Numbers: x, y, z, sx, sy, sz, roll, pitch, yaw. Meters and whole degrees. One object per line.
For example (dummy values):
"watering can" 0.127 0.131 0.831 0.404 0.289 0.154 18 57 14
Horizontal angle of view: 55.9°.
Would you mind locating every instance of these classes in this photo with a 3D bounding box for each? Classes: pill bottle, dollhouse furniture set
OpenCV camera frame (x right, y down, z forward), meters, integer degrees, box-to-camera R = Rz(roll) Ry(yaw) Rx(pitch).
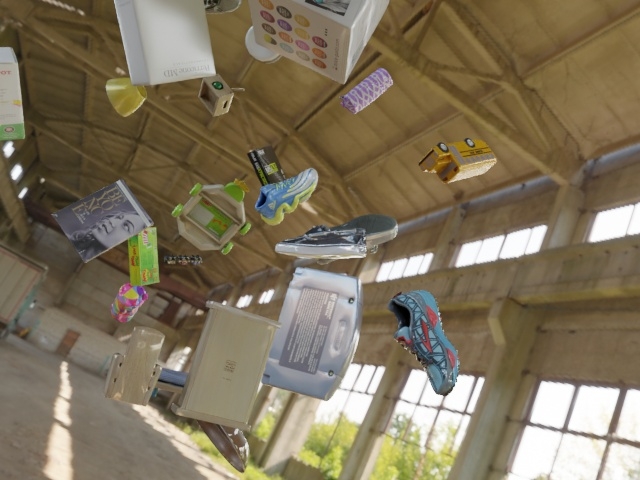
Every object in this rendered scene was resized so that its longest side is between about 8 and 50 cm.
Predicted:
"pill bottle" -0.190 -0.689 2.119 0.130 0.130 0.245 30 11 -9
"dollhouse furniture set" -0.259 0.213 1.164 0.286 0.198 0.303 21 -12 -22

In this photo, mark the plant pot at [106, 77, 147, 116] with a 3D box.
"plant pot" -0.661 -0.509 2.089 0.095 0.134 0.134 -18 -34 13

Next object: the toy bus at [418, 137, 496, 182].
"toy bus" 0.527 -0.306 2.318 0.108 0.333 0.130 -46 -111 44

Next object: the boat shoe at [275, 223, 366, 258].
"boat shoe" 0.000 0.000 1.880 0.301 0.102 0.108 -1 -11 27

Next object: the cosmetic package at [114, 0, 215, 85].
"cosmetic package" -0.486 -0.713 1.825 0.161 0.230 0.453 18 -59 52

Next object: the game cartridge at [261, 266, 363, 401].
"game cartridge" -0.009 0.218 1.429 0.198 0.297 0.062 11 -18 19

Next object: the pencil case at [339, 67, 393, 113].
"pencil case" 0.172 -0.555 2.245 0.086 0.206 0.088 56 -9 -18

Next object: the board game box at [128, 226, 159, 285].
"board game box" -0.567 0.050 1.935 0.043 0.181 0.092 -1 3 23

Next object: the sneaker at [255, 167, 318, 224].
"sneaker" -0.117 -0.158 1.971 0.126 0.240 0.091 36 8 -46

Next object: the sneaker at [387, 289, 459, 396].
"sneaker" 0.223 0.238 1.386 0.125 0.262 0.104 2 -38 -25

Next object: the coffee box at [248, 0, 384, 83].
"coffee box" 0.008 -0.747 1.821 0.334 0.338 0.337 27 -11 4

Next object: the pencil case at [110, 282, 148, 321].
"pencil case" -0.725 0.237 2.277 0.104 0.104 0.236 32 -31 -15

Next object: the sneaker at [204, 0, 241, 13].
"sneaker" -0.433 -0.847 2.104 0.344 0.134 0.146 -6 41 -32

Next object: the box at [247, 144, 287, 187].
"box" -0.192 -0.262 2.275 0.045 0.191 0.184 -20 -83 18

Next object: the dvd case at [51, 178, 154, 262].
"dvd case" -0.614 -0.059 1.712 0.164 0.221 0.018 54 -29 4

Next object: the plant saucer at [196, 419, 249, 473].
"plant saucer" -0.292 0.511 1.695 0.310 0.050 0.310 39 -30 28

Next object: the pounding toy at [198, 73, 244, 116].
"pounding toy" -0.387 -0.572 2.348 0.130 0.100 0.141 52 -36 13

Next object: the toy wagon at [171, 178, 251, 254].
"toy wagon" -0.400 -0.111 2.361 0.267 0.344 0.068 39 20 -16

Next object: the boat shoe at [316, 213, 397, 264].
"boat shoe" 0.109 0.002 1.970 0.320 0.118 0.103 -17 -56 23

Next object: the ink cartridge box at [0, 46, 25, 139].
"ink cartridge box" -0.815 -0.354 1.464 0.093 0.154 0.212 55 -37 36

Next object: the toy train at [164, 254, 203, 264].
"toy train" -0.504 0.073 2.226 0.158 0.036 0.027 2 23 -42
